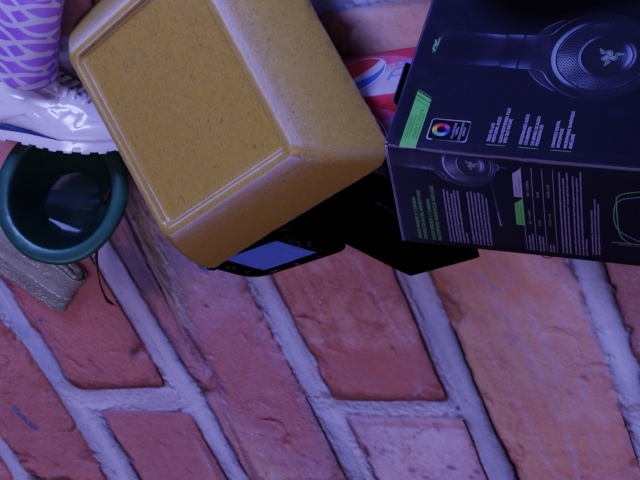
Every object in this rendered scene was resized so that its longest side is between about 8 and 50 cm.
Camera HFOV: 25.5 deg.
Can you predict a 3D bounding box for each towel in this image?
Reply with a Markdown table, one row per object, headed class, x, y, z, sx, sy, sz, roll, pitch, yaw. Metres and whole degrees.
| class | x | y | z | sx | sy | sz | roll | pitch | yaw |
| --- | --- | --- | --- | --- | --- | --- | --- | --- | --- |
| towel | -0.403 | 0.036 | 1.977 | 0.148 | 0.027 | 0.110 | 35 | 138 | -6 |

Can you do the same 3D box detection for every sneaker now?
| class | x | y | z | sx | sy | sz | roll | pitch | yaw |
| --- | --- | --- | --- | --- | --- | --- | --- | --- | --- |
| sneaker | -0.320 | -0.164 | 1.707 | 0.235 | 0.090 | 0.094 | 9 | 107 | 11 |

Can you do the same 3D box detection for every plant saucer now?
| class | x | y | z | sx | sy | sz | roll | pitch | yaw |
| --- | --- | --- | --- | --- | --- | --- | --- | --- | --- |
| plant saucer | -0.130 | -0.157 | 1.515 | 0.333 | 0.081 | 0.333 | -30 | 88 | 43 |

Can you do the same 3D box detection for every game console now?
| class | x | y | z | sx | sy | sz | roll | pitch | yaw |
| --- | --- | --- | --- | --- | --- | --- | --- | --- | --- |
| game console | 0.000 | 0.000 | 1.670 | 0.213 | 0.044 | 0.361 | 26 | 153 | -32 |

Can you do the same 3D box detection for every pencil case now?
| class | x | y | z | sx | sy | sz | roll | pitch | yaw |
| --- | --- | --- | --- | --- | --- | --- | --- | --- | --- |
| pencil case | -0.327 | -0.263 | 1.608 | 0.086 | 0.088 | 0.206 | 32 | 139 | 8 |

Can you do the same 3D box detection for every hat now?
| class | x | y | z | sx | sy | sz | roll | pitch | yaw |
| --- | --- | --- | --- | --- | --- | --- | --- | --- | --- |
| hat | -0.314 | -0.046 | 1.852 | 0.173 | 0.183 | 0.208 | 33 | 94 | 11 |

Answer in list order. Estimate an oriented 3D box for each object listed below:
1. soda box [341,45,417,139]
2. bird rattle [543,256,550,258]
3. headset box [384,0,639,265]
| class | x | y | z | sx | sy | sz | roll | pitch | yaw |
| --- | --- | --- | --- | --- | --- | --- | --- | --- | --- |
| soda box | 0.093 | -0.147 | 1.488 | 0.263 | 0.092 | 0.083 | -5 | 128 | 32 |
| bird rattle | 0.249 | -0.068 | 1.413 | 0.253 | 0.207 | 0.143 | -38 | 88 | 36 |
| headset box | 0.207 | -0.117 | 1.242 | 0.283 | 0.246 | 0.131 | 7 | 142 | 18 |
